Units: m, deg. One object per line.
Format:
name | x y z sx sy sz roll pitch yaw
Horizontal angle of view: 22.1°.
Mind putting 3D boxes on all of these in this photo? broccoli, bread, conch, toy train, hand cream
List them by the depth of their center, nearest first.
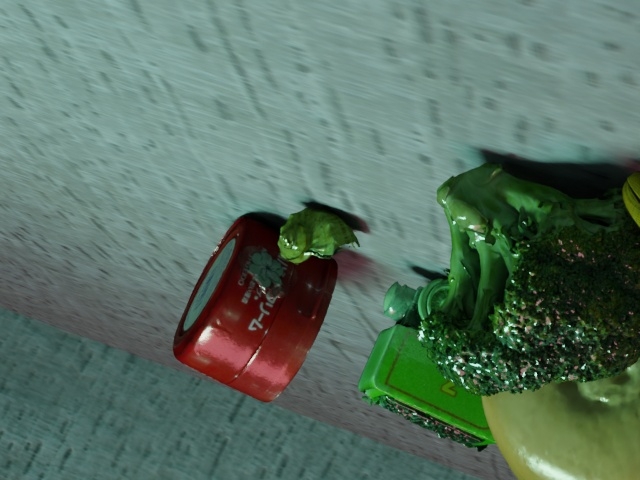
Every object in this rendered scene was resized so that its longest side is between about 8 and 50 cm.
broccoli | 0.211 0.034 1.570 0.241 0.261 0.269 59 177 23
bread | 0.388 0.241 1.913 0.348 0.253 0.376 -2 159 24
conch | 0.000 0.000 2.009 0.121 0.074 0.089 5 -156 -39
toy train | 0.178 0.157 2.100 0.243 0.188 0.132 24 169 -6
hand cream | -0.090 0.091 2.197 0.149 0.230 0.230 26 166 -10

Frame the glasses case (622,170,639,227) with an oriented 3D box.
glasses case | 0.362 0.009 1.470 0.234 0.064 0.079 29 -159 -30
